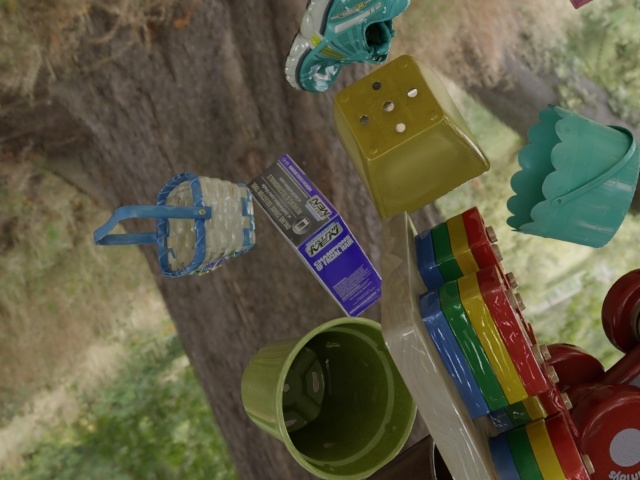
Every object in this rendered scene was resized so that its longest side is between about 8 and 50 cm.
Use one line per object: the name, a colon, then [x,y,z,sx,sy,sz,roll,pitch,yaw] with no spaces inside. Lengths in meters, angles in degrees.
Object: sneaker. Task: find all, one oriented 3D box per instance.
sneaker: [0.029,-0.240,1.200,0.107,0.110,0.275,-59,-178,-19]

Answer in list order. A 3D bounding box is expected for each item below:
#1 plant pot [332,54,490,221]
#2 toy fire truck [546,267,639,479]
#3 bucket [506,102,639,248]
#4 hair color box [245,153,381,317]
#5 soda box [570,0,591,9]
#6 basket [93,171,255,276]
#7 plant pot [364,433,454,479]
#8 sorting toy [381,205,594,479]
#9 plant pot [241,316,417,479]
plant pot: [0.137,-0.188,1.706,0.212,0.212,0.187,-29,156,6]
toy fire truck: [0.363,0.186,1.023,0.302,0.254,0.169,-40,-164,-2]
bucket: [0.506,-0.124,2.028,0.183,0.281,0.281,15,153,-4]
hair color box: [0.000,0.000,1.954,0.110,0.185,0.339,-40,147,-1]
soda box: [0.338,-0.467,1.434,0.092,0.263,0.083,-25,-152,35]
basket: [-0.288,-0.030,2.012,0.288,0.201,0.255,3,169,-24]
plant pot: [0.068,0.330,0.997,0.230,0.215,0.215,-29,161,18]
sorting toy: [0.142,0.113,0.808,0.089,0.255,0.257,-24,-164,11]
plant pot: [-0.011,0.270,1.797,0.276,0.276,0.254,-15,-175,-29]
